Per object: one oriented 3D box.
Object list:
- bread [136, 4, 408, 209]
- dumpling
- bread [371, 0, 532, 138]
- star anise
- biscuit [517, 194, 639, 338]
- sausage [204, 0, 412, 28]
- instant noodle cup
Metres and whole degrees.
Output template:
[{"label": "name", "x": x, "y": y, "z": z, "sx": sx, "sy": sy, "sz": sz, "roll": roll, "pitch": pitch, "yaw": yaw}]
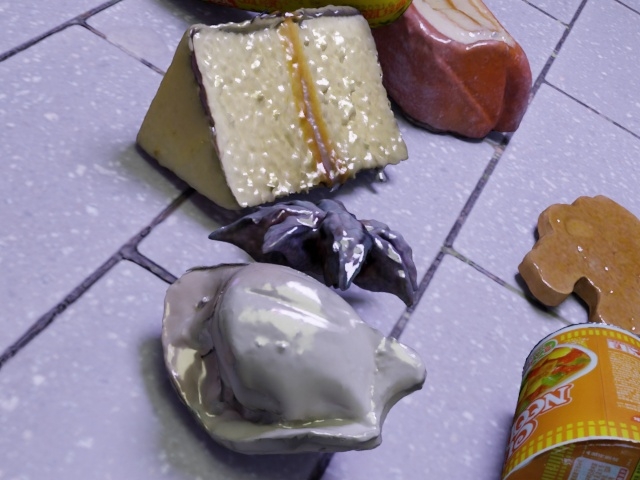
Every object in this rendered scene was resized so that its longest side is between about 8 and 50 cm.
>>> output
[{"label": "bread", "x": -0.043, "y": -0.132, "z": 0.940, "sx": 0.142, "sy": 0.178, "sz": 0.266, "roll": 5, "pitch": 16, "yaw": 36}, {"label": "dumpling", "x": -0.029, "y": 0.087, "z": 0.686, "sx": 0.199, "sy": 0.118, "sz": 0.136, "roll": 16, "pitch": 52, "yaw": 15}, {"label": "bread", "x": 0.134, "y": -0.242, "z": 1.172, "sx": 0.190, "sy": 0.123, "sz": 0.244, "roll": -3, "pitch": 45, "yaw": -33}, {"label": "star anise", "x": 0.000, "y": 0.000, "z": 0.798, "sx": 0.180, "sy": 0.061, "sz": 0.204, "roll": 14, "pitch": 9, "yaw": 15}, {"label": "biscuit", "x": 0.289, "y": 0.020, "z": 1.030, "sx": 0.144, "sy": 0.040, "sz": 0.236, "roll": 39, "pitch": 35, "yaw": 3}, {"label": "sausage", "x": -0.035, "y": -0.308, "z": 1.075, "sx": 0.347, "sy": 0.123, "sz": 0.123, "roll": 16, "pitch": 32, "yaw": 22}, {"label": "instant noodle cup", "x": 0.209, "y": 0.157, "z": 0.726, "sx": 0.168, "sy": 0.168, "sz": 0.185, "roll": 26, "pitch": 29, "yaw": -3}]
